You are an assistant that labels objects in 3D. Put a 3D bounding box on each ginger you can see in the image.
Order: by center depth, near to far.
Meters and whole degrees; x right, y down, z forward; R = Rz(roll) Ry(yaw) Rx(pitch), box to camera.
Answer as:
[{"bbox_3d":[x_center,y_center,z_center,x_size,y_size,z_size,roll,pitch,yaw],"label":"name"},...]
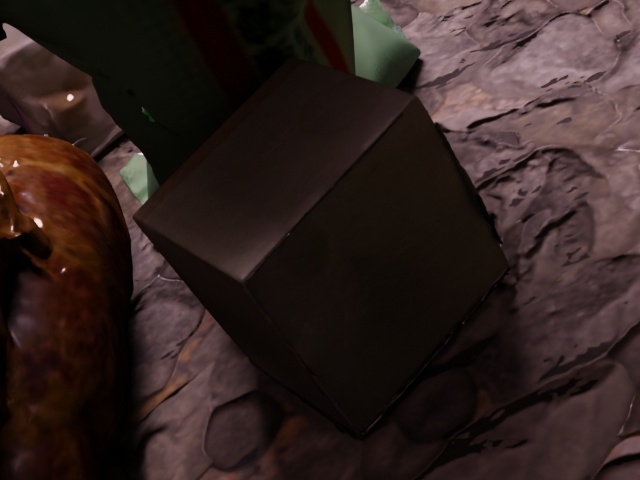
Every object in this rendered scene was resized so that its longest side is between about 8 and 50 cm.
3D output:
[{"bbox_3d":[-0.230,0.031,0.763,0.176,0.254,0.418,-31,30,13],"label":"ginger"}]

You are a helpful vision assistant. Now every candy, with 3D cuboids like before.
[{"bbox_3d":[-0.058,-0.149,0.751,0.263,0.398,0.172,-37,67,-6],"label":"candy"},{"bbox_3d":[-0.231,-0.176,1.079,0.185,0.137,0.195,-40,38,-9],"label":"candy"}]

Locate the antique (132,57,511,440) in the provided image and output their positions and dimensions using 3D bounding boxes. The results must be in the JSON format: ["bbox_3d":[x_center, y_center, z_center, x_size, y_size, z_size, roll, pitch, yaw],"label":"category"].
[{"bbox_3d":[0.000,0.000,0.688,0.147,0.152,0.148,-47,41,-16],"label":"antique"}]
